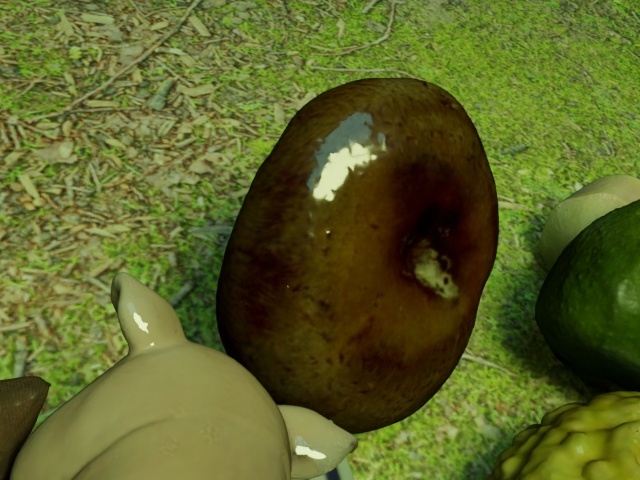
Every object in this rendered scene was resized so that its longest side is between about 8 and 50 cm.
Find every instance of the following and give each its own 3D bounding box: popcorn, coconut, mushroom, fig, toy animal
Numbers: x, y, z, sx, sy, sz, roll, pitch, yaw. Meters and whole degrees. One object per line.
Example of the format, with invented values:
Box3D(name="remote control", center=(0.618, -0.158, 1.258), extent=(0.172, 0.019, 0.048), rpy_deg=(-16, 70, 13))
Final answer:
Box3D(name="popcorn", center=(0.218, 0.192, 0.505), extent=(0.226, 0.203, 0.200), rpy_deg=(16, 52, -29))
Box3D(name="coconut", center=(0.295, -0.003, 0.768), extent=(0.116, 0.116, 0.122), rpy_deg=(42, 44, 21))
Box3D(name="mushroom", center=(0.016, 0.021, 0.593), extent=(0.267, 0.254, 0.267), rpy_deg=(20, 61, -42))
Box3D(name="fig", center=(0.312, 0.029, 0.644), extent=(0.203, 0.203, 0.235), rpy_deg=(30, 80, 11))
Box3D(name="toy animal", center=(-0.092, 0.153, 0.357), extent=(0.166, 0.154, 0.250), rpy_deg=(54, 35, -27))

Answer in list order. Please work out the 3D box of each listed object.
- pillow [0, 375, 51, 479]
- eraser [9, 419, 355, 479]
Box3D(name="pillow", center=(-0.331, 0.182, 0.363), extent=(0.305, 0.108, 0.308), rpy_deg=(3, 47, 19))
Box3D(name="eraser", center=(-0.109, 0.204, 0.474), extent=(0.279, 0.081, 0.124), rpy_deg=(-5, 50, -21))
